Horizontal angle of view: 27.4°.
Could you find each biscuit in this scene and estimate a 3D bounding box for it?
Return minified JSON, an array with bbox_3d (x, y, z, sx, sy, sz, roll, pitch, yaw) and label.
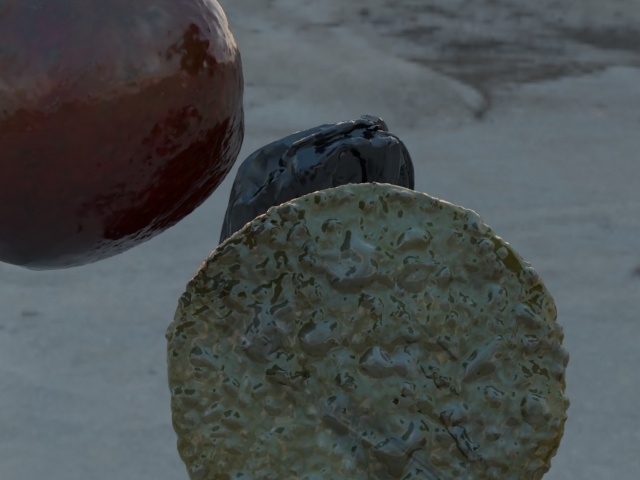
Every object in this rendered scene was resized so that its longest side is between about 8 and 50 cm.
[{"bbox_3d":[0.024,0.074,0.702,0.219,0.220,0.033,2,-10,1],"label":"biscuit"}]

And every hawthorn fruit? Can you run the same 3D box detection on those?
[{"bbox_3d":[-0.131,-0.062,0.641,0.188,0.169,0.169,-35,29,-21],"label":"hawthorn fruit"}]

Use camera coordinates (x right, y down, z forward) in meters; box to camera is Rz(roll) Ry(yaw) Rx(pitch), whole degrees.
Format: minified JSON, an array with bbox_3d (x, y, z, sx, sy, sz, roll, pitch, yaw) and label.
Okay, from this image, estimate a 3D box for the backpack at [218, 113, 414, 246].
[{"bbox_3d":[0.000,0.000,1.122,0.206,0.258,0.133,-26,49,-28],"label":"backpack"}]
